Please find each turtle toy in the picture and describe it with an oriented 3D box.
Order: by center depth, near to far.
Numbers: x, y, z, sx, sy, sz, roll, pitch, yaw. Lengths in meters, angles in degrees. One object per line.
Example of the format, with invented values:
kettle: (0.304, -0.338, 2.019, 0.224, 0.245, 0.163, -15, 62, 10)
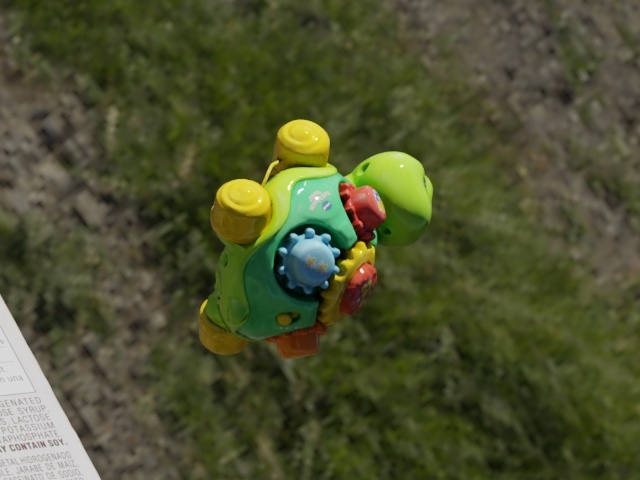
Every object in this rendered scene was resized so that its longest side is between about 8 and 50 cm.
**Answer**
turtle toy: (0.000, 0.000, 0.860, 0.066, 0.095, 0.130, 28, 48, 18)

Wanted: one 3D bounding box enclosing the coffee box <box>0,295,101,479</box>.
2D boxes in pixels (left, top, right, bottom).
coffee box: (-0.134, 0.095, 0.563, 0.098, 0.141, 0.246, -5, 44, -34)
